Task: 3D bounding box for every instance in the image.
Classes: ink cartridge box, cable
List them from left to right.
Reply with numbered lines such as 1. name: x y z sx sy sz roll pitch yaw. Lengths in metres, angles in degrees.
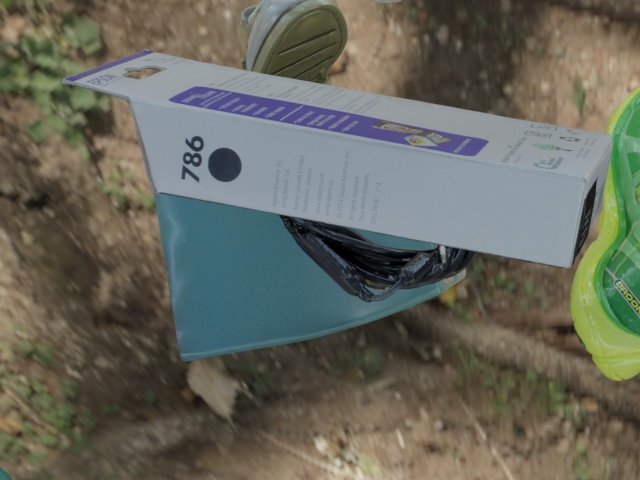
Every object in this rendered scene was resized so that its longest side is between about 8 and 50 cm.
1. ink cartridge box: 0.013 -0.057 1.189 0.332 0.165 0.065 12 106 12
2. cable: 0.036 -0.037 1.434 0.150 0.047 0.184 -32 62 -30

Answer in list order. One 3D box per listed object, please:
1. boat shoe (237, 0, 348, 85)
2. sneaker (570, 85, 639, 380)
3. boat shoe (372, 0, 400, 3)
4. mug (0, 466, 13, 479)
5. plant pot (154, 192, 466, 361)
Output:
1. boat shoe: -0.042 -0.209 1.977 0.113 0.302 0.103 -25 75 -12
2. sneaker: 0.270 -0.013 1.380 0.123 0.109 0.295 -11 40 28
3. boat shoe: -0.019 -0.186 0.997 0.206 0.065 0.075 12 50 -33
4. mug: -0.188 0.145 0.814 0.097 0.158 0.129 25 75 6
5. plant pot: 0.000 0.000 1.646 0.234 0.165 0.166 -8 95 18
